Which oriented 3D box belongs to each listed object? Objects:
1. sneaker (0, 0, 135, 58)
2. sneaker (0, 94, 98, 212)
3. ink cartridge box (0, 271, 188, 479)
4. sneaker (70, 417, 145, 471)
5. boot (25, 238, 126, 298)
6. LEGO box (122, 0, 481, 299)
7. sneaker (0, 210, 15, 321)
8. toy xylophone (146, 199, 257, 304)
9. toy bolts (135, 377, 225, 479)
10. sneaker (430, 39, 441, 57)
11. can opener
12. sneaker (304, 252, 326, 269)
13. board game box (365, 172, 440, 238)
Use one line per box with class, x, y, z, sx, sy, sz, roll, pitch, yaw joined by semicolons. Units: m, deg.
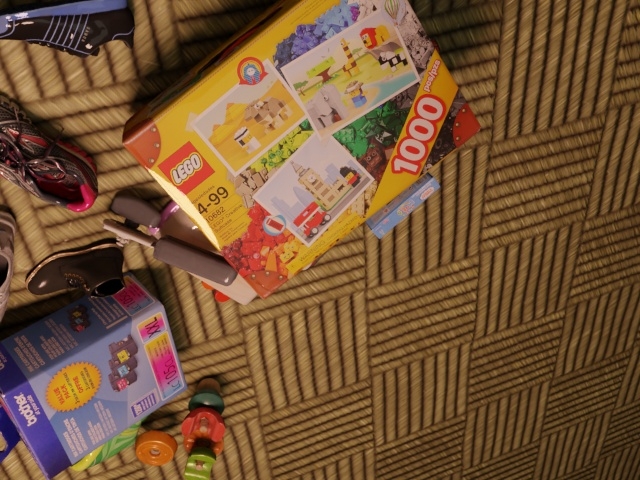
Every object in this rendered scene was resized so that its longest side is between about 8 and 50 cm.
sneaker;-0.412;-0.332;1.035;0.232;0.081;0.091;-15;121;-17
sneaker;-0.508;-0.151;1.101;0.299;0.112;0.121;28;108;-36
ink cartridge box;-0.493;0.286;1.315;0.395;0.151;0.270;-30;133;-28
sneaker;-0.476;0.424;1.549;0.295;0.109;0.123;-41;158;1
boot;-0.475;0.079;1.262;0.197;0.137;0.077;-27;130;-4
LEGO box;-0.032;-0.206;1.161;0.500;0.193;0.372;-39;115;1
sneaker;-0.630;0.084;1.206;0.105;0.115;0.281;5;123;-27
toy xylophone;-0.190;0.012;1.382;0.236;0.081;0.323;-39;130;4
toy bolts;-0.323;0.445;1.600;0.218;0.159;0.229;19;119;-14
sneaker;0.192;-0.303;1.347;0.092;0.088;0.225;-3;125;-1
can opener;-0.285;0.003;1.249;0.280;0.074;0.093;26;100;-2
sneaker;0.000;0.000;1.492;0.158;0.061;0.065;-50;155;15
board game box;0.130;-0.120;1.352;0.160;0.211;0.039;-41;131;7
